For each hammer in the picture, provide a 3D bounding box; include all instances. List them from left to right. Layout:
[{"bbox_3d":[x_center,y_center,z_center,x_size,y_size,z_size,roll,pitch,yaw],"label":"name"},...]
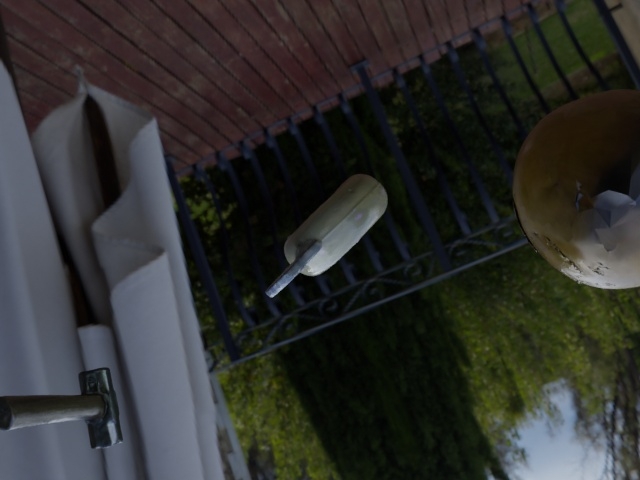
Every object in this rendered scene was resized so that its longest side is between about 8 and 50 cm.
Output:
[{"bbox_3d":[-0.315,0.208,0.923,0.044,0.111,0.365,-13,169,-2],"label":"hammer"}]

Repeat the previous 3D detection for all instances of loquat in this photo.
[{"bbox_3d":[0.342,-0.057,0.879,0.235,0.235,0.235,-19,166,-5],"label":"loquat"}]

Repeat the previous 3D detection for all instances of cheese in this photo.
[{"bbox_3d":[0.012,-0.011,1.002,0.163,0.071,0.249,-43,-178,16],"label":"cheese"}]
